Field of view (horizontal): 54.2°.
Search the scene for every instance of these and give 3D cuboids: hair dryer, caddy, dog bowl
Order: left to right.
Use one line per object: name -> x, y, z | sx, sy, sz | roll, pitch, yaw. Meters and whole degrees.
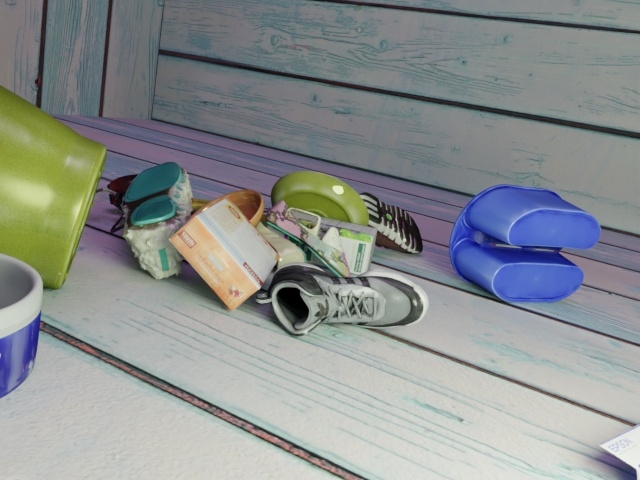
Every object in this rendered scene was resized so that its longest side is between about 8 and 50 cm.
dog bowl -> -0.448, 0.088, 0.680 | 0.264, 0.104, 0.265 | 9, 14, -2
hair dryer -> -0.421, -0.087, 1.459 | 0.223, 0.080, 0.293 | 20, 35, 25
caddy -> 0.450, 0.004, 1.409 | 0.341, 0.242, 0.179 | 4, 21, -27

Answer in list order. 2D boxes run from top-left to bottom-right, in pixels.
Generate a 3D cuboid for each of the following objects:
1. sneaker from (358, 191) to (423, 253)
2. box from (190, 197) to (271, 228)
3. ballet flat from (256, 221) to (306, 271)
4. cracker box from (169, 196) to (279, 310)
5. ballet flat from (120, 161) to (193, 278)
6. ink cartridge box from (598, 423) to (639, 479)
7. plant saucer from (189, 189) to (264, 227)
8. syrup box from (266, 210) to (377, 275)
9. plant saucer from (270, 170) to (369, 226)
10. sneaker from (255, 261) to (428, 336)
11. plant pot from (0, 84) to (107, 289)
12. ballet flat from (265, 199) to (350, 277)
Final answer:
sneaker -> 0.128, -0.024, 1.588 | 0.162, 0.107, 0.281 | -25, -39, 34
box -> -0.236, -0.061, 1.538 | 0.232, 0.058, 0.087 | 7, 14, -12
ballet flat -> -0.133, 0.008, 1.316 | 0.086, 0.086, 0.248 | -2, 19, -42
cracker box -> -0.159, 0.015, 1.098 | 0.156, 0.067, 0.232 | 50, 10, -6
ballet flat -> -0.318, -0.040, 1.236 | 0.146, 0.147, 0.409 | 7, 20, -13
ink cartridge box -> 0.450, 0.276, 0.703 | 0.206, 0.045, 0.208 | -2, 19, -40
plant saucer -> -0.204, -0.034, 1.315 | 0.199, 0.037, 0.200 | -20, 32, 13
syrup box -> 0.000, 0.000, 1.392 | 0.236, 0.093, 0.096 | 13, 14, 9
plant saucer -> -0.008, -0.060, 1.457 | 0.240, 0.241, 0.037 | 13, 51, 11
sneaker -> 0.031, 0.104, 0.994 | 0.268, 0.101, 0.153 | 8, 13, 15
plant pot -> -0.521, -0.088, 0.920 | 0.352, 0.367, 0.366 | 18, 11, -19
ballet flat -> -0.014, -0.011, 1.304 | 0.221, 0.079, 0.077 | 36, 1, 12
